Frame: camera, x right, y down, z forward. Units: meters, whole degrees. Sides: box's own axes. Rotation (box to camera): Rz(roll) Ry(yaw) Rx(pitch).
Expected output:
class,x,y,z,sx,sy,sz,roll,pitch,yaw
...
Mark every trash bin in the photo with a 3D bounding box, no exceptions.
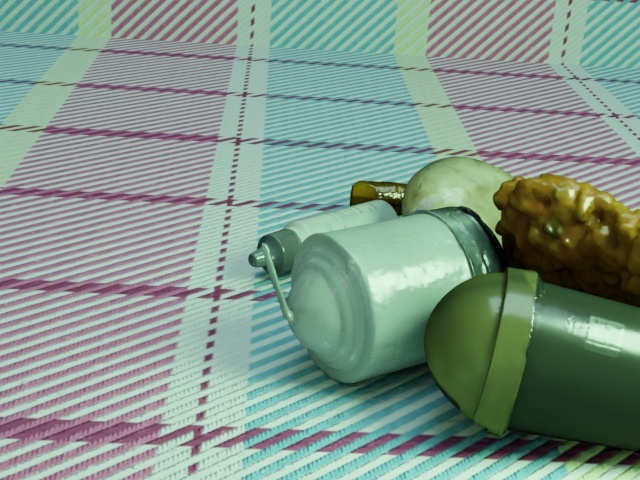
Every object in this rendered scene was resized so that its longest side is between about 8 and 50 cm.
class,x,y,z,sx,sy,sz,roll,pitch,yaw
trash bin,0.295,0.152,1.478,0.333,0.214,0.214,11,21,3

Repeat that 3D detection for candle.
class,x,y,z,sx,sy,sz,roll,pitch,yaw
candle,0.087,0.079,1.625,0.342,0.221,0.221,-13,26,-29

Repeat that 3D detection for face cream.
class,x,y,z,sx,sy,sz,roll,pitch,yaw
face cream,0.000,0.000,1.985,0.311,0.092,0.092,-14,27,-42

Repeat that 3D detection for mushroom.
class,x,y,z,sx,sy,sz,roll,pitch,yaw
mushroom,0.246,-0.025,1.972,0.254,0.184,0.255,21,51,-27

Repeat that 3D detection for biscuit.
class,x,y,z,sx,sy,sz,roll,pitch,yaw
biscuit,0.386,0.039,1.607,0.312,0.318,0.111,24,71,33

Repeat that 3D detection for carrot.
class,x,y,z,sx,sy,sz,roll,pitch,yaw
carrot,0.186,-0.078,2.271,0.260,0.070,0.070,3,20,-8
